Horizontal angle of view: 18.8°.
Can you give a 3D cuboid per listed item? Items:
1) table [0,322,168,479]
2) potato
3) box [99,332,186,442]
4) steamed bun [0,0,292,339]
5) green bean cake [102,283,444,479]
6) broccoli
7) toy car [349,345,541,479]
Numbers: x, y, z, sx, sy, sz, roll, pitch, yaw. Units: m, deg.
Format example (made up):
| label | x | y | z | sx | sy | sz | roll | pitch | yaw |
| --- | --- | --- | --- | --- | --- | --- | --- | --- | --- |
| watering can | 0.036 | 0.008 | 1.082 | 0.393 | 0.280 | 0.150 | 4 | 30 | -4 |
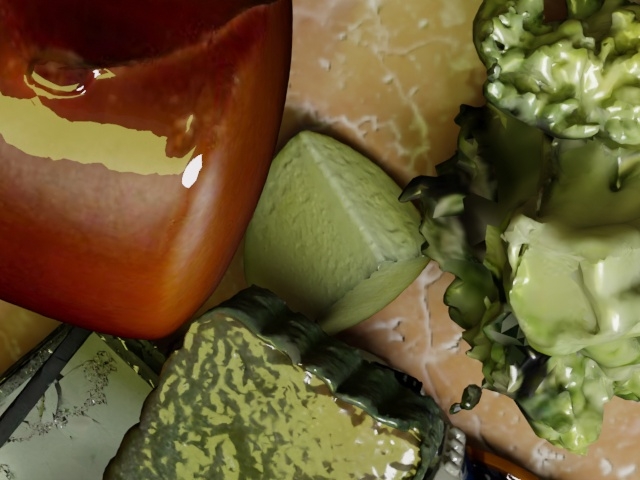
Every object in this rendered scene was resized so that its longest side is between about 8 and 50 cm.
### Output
| label | x | y | z | sx | sy | sz | roll | pitch | yaw |
| --- | --- | --- | --- | --- | --- | --- | --- | --- | --- |
| table | -0.238 | 0.261 | 1.408 | 0.222 | 0.272 | 0.335 | 45 | 125 | -10 |
| potato | 0.000 | 0.000 | 1.429 | 0.149 | 0.081 | 0.120 | -41 | 70 | 37 |
| box | -0.128 | 0.109 | 1.488 | 0.117 | 0.050 | 0.036 | -30 | 101 | 19 |
| steamed bun | -0.147 | -0.072 | 1.238 | 0.235 | 0.379 | 0.248 | 17 | 103 | -2 |
| green bean cake | -0.029 | 0.141 | 1.277 | 0.181 | 0.094 | 0.173 | 32 | 107 | 6 |
| broccoli | 0.204 | 0.014 | 1.258 | 0.348 | 0.281 | 0.293 | 30 | 113 | 26 |
| toy car | 0.087 | 0.192 | 1.411 | 0.301 | 0.193 | 0.118 | 40 | 111 | -6 |
